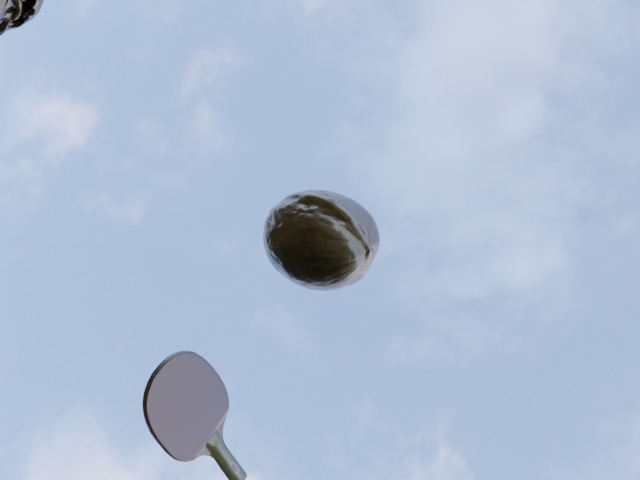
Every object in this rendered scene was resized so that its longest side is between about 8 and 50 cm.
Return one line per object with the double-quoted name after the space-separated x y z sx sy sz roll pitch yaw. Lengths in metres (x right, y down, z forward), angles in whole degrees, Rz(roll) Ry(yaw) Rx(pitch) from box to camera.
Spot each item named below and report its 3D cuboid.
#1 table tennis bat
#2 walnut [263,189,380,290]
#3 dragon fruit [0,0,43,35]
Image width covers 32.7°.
-0.173 0.266 1.564 0.022 0.138 0.247 4 -47 42 "table tennis bat"
0.000 -0.001 1.462 0.162 0.140 0.140 5 -86 41 "walnut"
-0.166 -0.228 0.418 0.211 0.282 0.147 -8 -131 6 "dragon fruit"
